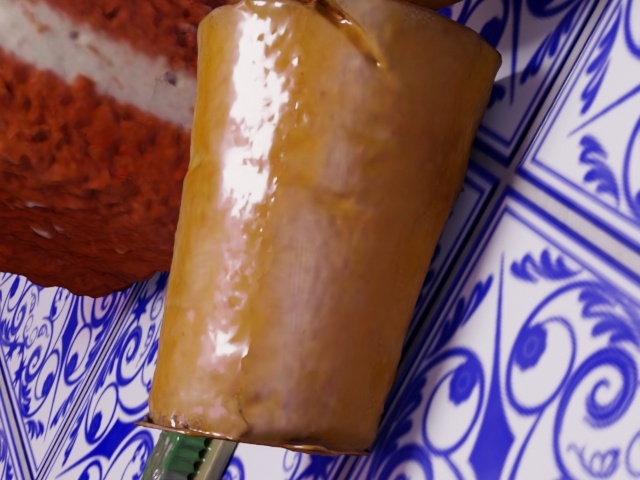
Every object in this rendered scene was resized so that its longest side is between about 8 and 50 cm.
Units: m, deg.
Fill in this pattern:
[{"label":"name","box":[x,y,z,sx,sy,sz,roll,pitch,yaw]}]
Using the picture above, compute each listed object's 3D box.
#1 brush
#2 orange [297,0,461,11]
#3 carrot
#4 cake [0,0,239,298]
[{"label":"brush","box":[-0.068,0.097,1.067,0.282,0.048,0.054,-64,27,0]},{"label":"orange","box":[0.034,-0.287,0.892,0.312,0.312,0.312,-45,32,38]},{"label":"carrot","box":[0.000,0.000,0.881,0.196,0.196,0.254,-11,68,61]},{"label":"cake","box":[-0.197,-0.141,1.264,0.269,0.270,0.319,-23,48,56]}]
